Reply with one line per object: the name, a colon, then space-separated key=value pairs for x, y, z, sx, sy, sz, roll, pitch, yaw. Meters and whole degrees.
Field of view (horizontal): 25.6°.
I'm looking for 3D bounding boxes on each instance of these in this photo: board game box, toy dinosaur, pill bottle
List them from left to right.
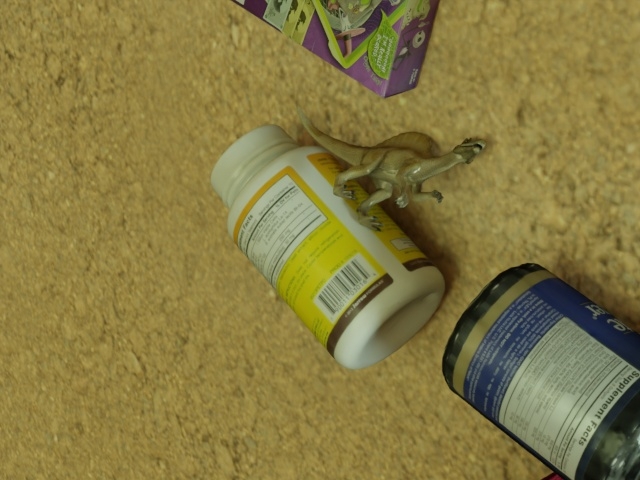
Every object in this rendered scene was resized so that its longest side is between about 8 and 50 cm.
pill bottle: x=0.000 y=0.000 z=1.221 sx=0.215 sy=0.117 sz=0.117 roll=49 pitch=134 yaw=22
board game box: x=0.029 y=-0.313 z=1.123 sx=0.208 sy=0.056 sz=0.347 roll=40 pitch=131 yaw=34
toy dinosaur: x=0.050 y=-0.060 z=1.170 sx=0.183 sy=0.093 sz=0.053 roll=9 pitch=143 yaw=29
pill bottle: x=0.207 y=0.122 z=1.051 sx=0.219 sy=0.122 sz=0.123 roll=37 pitch=129 yaw=29

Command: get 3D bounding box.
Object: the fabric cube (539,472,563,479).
fabric cube: x=0.141 y=0.363 z=1.116 sx=0.259 sy=0.254 sz=0.258 roll=57 pitch=137 yaw=14
